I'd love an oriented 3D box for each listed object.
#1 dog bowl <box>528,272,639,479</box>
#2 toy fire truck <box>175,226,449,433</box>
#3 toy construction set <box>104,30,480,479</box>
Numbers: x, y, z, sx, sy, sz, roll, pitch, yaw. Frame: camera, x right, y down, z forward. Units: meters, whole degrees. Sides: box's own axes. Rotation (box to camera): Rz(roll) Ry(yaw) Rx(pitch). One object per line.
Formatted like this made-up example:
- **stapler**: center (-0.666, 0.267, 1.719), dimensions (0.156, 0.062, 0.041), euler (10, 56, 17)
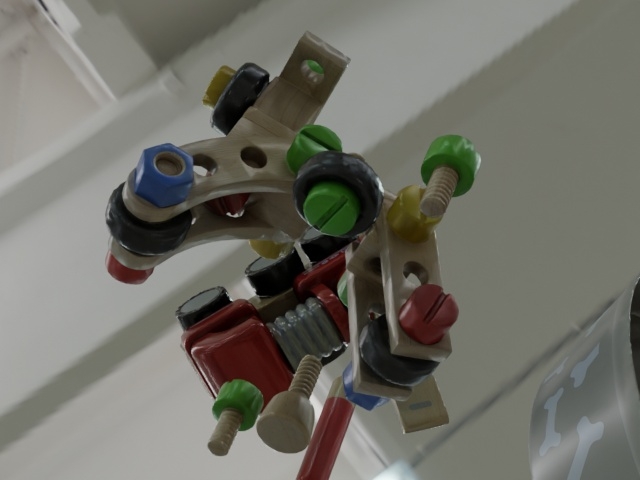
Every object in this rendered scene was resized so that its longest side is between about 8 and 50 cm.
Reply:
- **dog bowl**: center (0.263, 0.182, 1.000), dimensions (0.349, 0.349, 0.102), euler (34, -55, -29)
- **toy fire truck**: center (0.002, 0.102, 1.521), dimensions (0.217, 0.246, 0.158), euler (-30, -76, -9)
- **toy construction set**: center (0.000, 0.000, 1.199), dimensions (0.257, 0.237, 0.309), euler (9, -50, 14)
